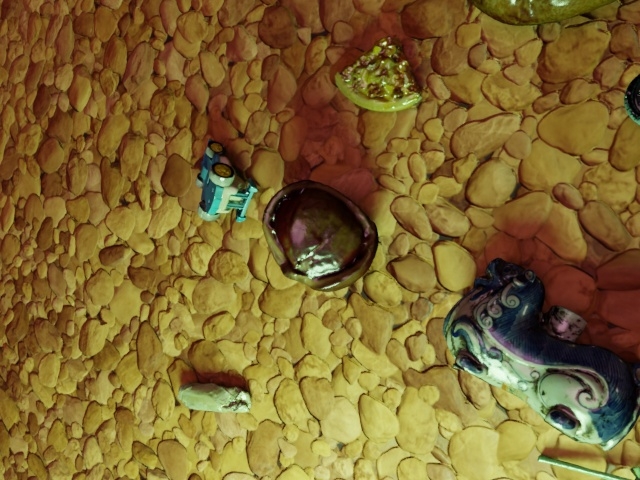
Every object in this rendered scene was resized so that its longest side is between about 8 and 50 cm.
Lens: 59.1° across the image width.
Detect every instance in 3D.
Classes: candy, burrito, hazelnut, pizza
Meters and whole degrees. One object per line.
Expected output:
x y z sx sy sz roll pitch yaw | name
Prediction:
0.443 0.341 0.794 0.262 0.073 0.077 3 72 36 | candy
-0.224 0.323 1.162 0.188 0.045 0.058 -4 80 30 | burrito
0.004 -0.007 0.980 0.202 0.161 0.170 27 100 32 | hazelnut
0.101 -0.296 0.995 0.175 0.046 0.134 12 95 29 | pizza

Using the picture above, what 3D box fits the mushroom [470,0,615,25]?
0.333 -0.443 0.795 0.268 0.254 0.267 0 82 2 | mushroom

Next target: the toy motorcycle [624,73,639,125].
0.538 -0.133 0.721 0.169 0.113 0.315 -33 65 13 | toy motorcycle

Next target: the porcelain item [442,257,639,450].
0.327 0.161 0.827 0.288 0.138 0.186 31 86 30 | porcelain item

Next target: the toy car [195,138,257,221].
-0.194 -0.122 1.145 0.161 0.098 0.126 -105 33 -42 | toy car
